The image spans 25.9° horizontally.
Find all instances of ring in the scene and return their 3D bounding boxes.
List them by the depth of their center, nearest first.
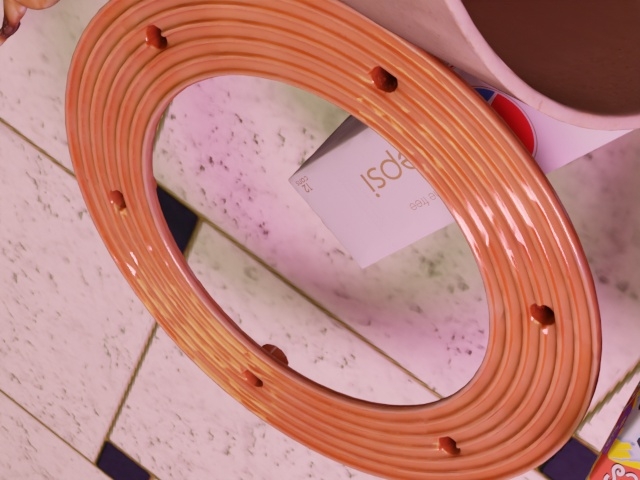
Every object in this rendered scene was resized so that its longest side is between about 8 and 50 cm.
[{"bbox_3d":[0.000,0.000,0.751,0.336,0.032,0.336,24,138,23],"label":"ring"}]

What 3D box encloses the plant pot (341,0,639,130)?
[{"bbox_3d":[0.030,-0.200,0.521,0.274,0.256,0.256,26,140,43],"label":"plant pot"}]

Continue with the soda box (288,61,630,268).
[{"bbox_3d":[0.081,-0.062,0.709,0.069,0.074,0.216,50,140,-9],"label":"soda box"}]

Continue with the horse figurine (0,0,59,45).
[{"bbox_3d":[-0.198,-0.211,0.812,0.174,0.066,0.263,-1,127,47],"label":"horse figurine"}]

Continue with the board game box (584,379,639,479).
[{"bbox_3d":[0.249,0.043,0.613,0.144,0.142,0.275,34,140,10],"label":"board game box"}]
